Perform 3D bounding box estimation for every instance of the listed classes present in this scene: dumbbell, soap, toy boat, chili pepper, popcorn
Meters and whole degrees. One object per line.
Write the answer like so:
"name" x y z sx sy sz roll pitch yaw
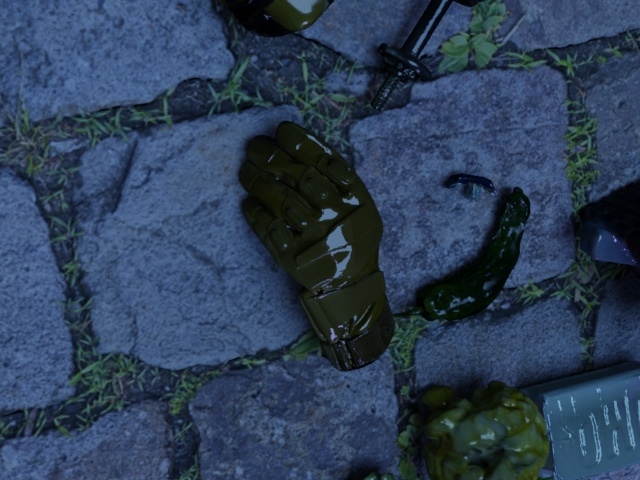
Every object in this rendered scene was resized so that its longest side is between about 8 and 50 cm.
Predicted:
"dumbbell" 0.139 -0.279 1.205 0.110 0.110 0.254 29 95 -27
"soap" 0.439 0.281 1.458 0.262 0.094 0.150 -9 87 -23
"toy boat" 0.216 -0.074 1.322 0.083 0.038 0.038 7 100 -26
"chili pepper" 0.215 0.049 1.339 0.279 0.065 0.122 -42 107 -12
"popcorn" 0.233 0.293 1.347 0.167 0.186 0.187 29 68 -66

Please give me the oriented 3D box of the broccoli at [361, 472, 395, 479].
"broccoli" 0.109 0.511 1.329 0.375 0.302 0.249 -22 137 10

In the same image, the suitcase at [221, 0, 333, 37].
"suitcase" -0.028 -0.350 1.058 0.143 0.194 0.235 40 84 -19

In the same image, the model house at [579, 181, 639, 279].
"model house" 0.572 0.056 1.335 0.339 0.360 0.297 7 107 -21

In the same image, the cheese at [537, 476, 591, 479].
"cheese" 0.319 0.491 1.480 0.320 0.083 0.204 -41 115 -12

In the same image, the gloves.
"gloves" 0.008 0.005 1.189 0.154 0.141 0.331 -26 112 -16
